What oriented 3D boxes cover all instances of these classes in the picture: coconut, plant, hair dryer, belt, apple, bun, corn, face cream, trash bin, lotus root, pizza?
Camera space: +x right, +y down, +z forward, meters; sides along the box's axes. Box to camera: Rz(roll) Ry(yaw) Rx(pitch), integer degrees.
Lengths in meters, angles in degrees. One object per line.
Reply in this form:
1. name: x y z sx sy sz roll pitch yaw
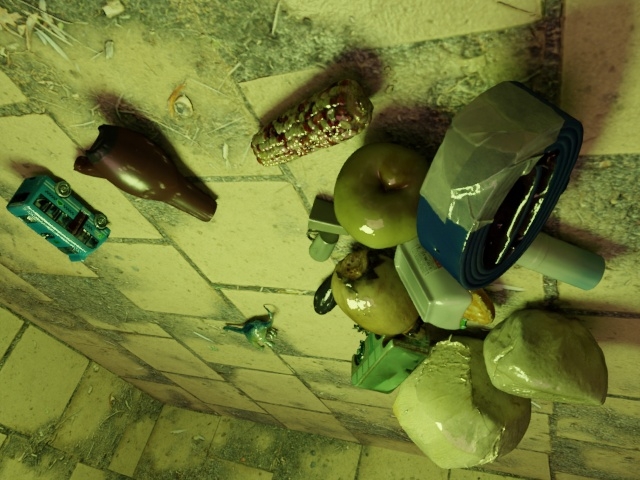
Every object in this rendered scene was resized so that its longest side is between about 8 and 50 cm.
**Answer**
1. coconut: 0.384 0.454 1.423 0.346 0.347 0.360 23 141 -8
2. plant: 0.142 0.266 1.528 0.102 0.051 0.051 0 144 18
3. hair dryer: -0.443 -0.146 1.173 0.340 0.123 0.312 7 159 37
4. belt: 0.262 -0.066 0.785 0.117 0.212 0.347 52 158 33
5. apple: 0.112 -0.075 0.895 0.199 0.200 0.200 13 148 8
6. hair dryer: 0.099 0.155 1.388 0.219 0.075 0.196 13 140 -12
7. bun: 0.526 0.267 1.197 0.281 0.205 0.281 9 161 3
8. corn: -0.028 -0.192 0.871 0.280 0.092 0.092 -13 137 45
9. face cream: 0.415 0.019 0.982 0.249 0.077 0.077 21 148 -4
10. trash bin: 0.023 -0.048 1.093 0.092 0.061 0.043 15 148 1
11. lotus root: 0.154 0.148 1.227 0.182 0.183 0.310 -12 136 39
12. pizza: 0.319 0.134 1.231 0.198 0.062 0.188 3 144 37

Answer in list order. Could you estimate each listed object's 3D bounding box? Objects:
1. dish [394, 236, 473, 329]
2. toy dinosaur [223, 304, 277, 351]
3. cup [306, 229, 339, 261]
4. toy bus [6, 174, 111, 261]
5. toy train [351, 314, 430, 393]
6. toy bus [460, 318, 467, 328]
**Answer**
1. dish: 0.218 0.077 1.044 0.077 0.213 0.151 -18 147 -8
2. toy dinosaur: -0.218 0.318 1.768 0.147 0.077 0.363 38 148 -17
3. cup: 0.005 0.000 1.199 0.054 0.075 0.083 -11 154 -25
4. toy bus: -0.703 -0.058 1.377 0.113 0.134 0.246 -2 142 30
5. toy train: 0.190 0.324 1.434 0.129 0.159 0.326 18 134 -12
6. toy bus: 0.370 0.201 1.332 0.037 0.031 0.083 17 150 21
